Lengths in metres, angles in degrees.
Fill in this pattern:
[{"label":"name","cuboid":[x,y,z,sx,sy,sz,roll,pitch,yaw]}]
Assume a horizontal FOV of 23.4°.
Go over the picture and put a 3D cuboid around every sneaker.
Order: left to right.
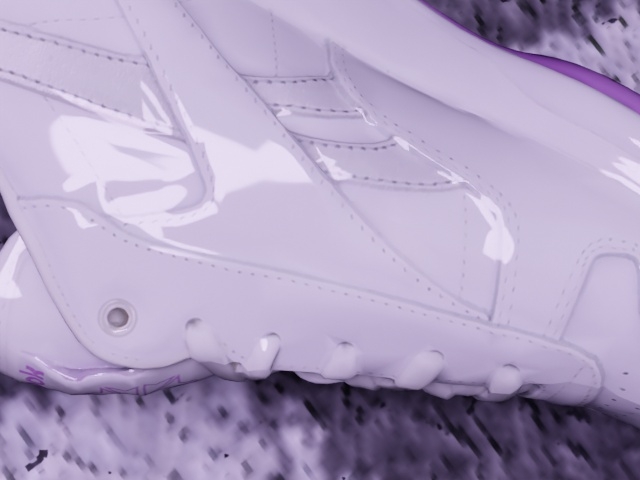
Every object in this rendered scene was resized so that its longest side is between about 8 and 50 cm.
[{"label":"sneaker","cuboid":[0.000,0.000,0.417,0.305,0.114,0.152,33,82,0]}]
